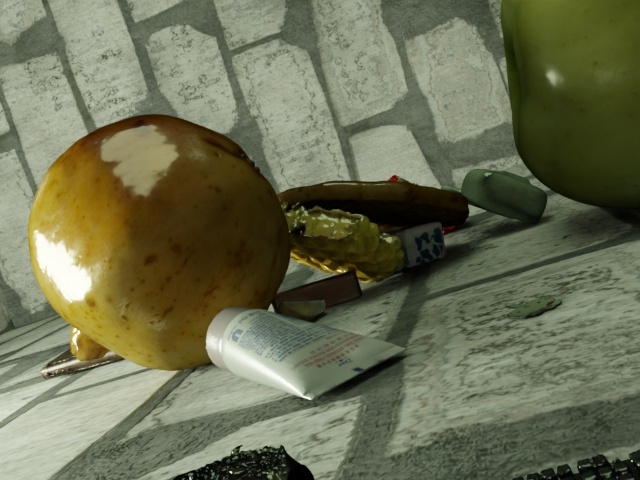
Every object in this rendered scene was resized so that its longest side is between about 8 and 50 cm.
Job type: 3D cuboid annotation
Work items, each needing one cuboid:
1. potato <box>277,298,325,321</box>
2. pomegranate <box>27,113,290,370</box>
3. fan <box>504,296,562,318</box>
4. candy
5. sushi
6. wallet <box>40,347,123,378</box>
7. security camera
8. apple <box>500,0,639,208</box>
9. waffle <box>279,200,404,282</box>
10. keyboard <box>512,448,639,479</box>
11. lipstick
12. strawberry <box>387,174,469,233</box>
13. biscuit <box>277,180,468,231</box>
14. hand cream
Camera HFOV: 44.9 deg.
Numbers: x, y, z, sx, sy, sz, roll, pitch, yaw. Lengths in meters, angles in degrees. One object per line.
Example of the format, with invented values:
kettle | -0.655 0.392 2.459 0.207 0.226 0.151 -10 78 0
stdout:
potato | -0.026 0.116 1.195 0.093 0.036 0.037 2 -50 -47
pomegranate | -0.249 0.022 1.152 0.409 0.410 0.410 -19 5 2
fan | 0.223 0.072 0.842 0.055 0.004 0.083 -21 5 -17
candy | 0.144 0.014 1.411 0.092 0.073 0.160 -13 1 -31
sushi | -0.049 0.168 0.501 0.083 0.056 0.084 -17 6 19
wallet | -0.417 0.214 1.510 0.230 0.042 0.124 -19 8 14
security camera | 0.334 -0.092 1.516 0.157 0.080 0.301 18 3 -6
apple | 0.490 -0.272 1.169 0.473 0.474 0.473 -19 5 2
waffle | 0.000 0.002 1.311 0.283 0.065 0.309 24 -18 -7
keyboard | 0.108 0.144 0.406 0.195 0.018 0.060 -19 7 8
lipstick | -0.007 0.091 1.282 0.145 0.045 0.045 -18 2 10
strawberry | 0.232 -0.054 1.693 0.190 0.111 0.236 27 8 33
biscuit | 0.093 -0.059 1.393 0.358 0.046 0.359 3 -9 0
hand cream | -0.030 0.127 0.875 0.133 0.083 0.247 -22 17 -34
